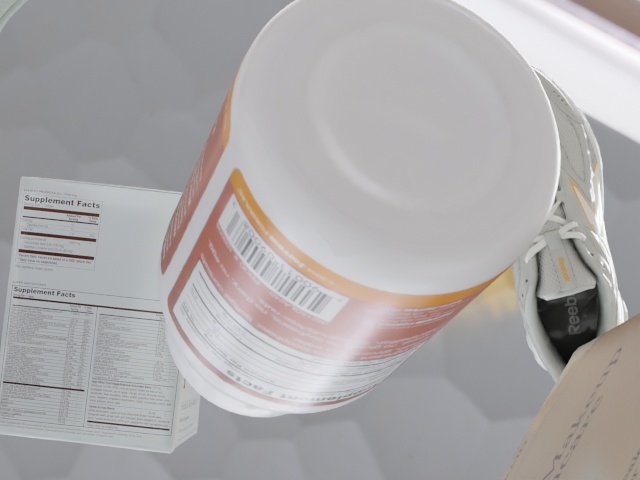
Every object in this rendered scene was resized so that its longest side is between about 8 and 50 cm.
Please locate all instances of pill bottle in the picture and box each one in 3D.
[{"bbox_3d":[0.000,0.000,0.523,0.121,0.121,0.216,-51,179,-29],"label":"pill bottle"}]

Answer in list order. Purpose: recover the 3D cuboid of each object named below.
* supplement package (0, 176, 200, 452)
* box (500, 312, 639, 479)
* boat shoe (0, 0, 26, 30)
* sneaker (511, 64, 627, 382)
[{"bbox_3d":[-0.173,0.063,1.074,0.194,0.149,0.203,94,2,-87],"label":"supplement package"},{"bbox_3d":[0.161,0.112,0.531,0.148,0.121,0.311,-58,175,-12],"label":"box"},{"bbox_3d":[-0.307,-0.223,1.082,0.302,0.091,0.114,-50,154,18],"label":"boat shoe"},{"bbox_3d":[0.178,-0.008,0.958,0.099,0.262,0.121,-18,-174,11],"label":"sneaker"}]
